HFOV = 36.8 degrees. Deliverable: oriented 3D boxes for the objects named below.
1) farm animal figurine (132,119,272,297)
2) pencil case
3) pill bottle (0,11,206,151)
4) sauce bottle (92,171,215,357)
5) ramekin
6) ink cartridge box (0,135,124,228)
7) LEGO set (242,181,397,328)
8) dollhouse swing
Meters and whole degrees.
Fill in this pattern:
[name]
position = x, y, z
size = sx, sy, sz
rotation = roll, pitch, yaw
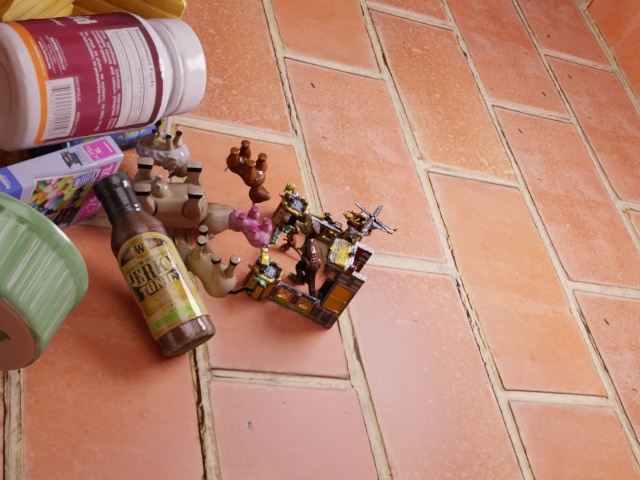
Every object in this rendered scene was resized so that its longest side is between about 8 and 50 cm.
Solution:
[farm animal figurine]
position = -0.247, -0.047, 1.884
size = 0.326, 0.172, 0.330
rotation = 17, 50, 0
[pencil case]
position = -0.446, -0.218, 1.940
size = 0.306, 0.119, 0.133
rotation = -33, 113, -46
[pill bottle]
position = -0.420, -0.302, 1.768
size = 0.392, 0.224, 0.224
rotation = -17, 61, -41
[sauce bottle]
position = -0.310, 0.040, 1.737
size = 0.111, 0.111, 0.345
rotation = -21, 77, -43
[ramekin]
position = -0.531, 0.069, 1.491
size = 0.303, 0.303, 0.148
rotation = 26, 49, -9
[ink cartridge box]
position = -0.510, -0.072, 1.711
size = 0.311, 0.186, 0.065
rotation = -24, 68, -44
[LEGO set]
position = 0.000, 0.000, 1.957
size = 0.254, 0.192, 0.331
rotation = 33, 41, -1
[dollhouse swing]
position = -0.471, -0.384, 1.908
size = 0.315, 0.347, 0.305
rotation = 22, 42, -13
